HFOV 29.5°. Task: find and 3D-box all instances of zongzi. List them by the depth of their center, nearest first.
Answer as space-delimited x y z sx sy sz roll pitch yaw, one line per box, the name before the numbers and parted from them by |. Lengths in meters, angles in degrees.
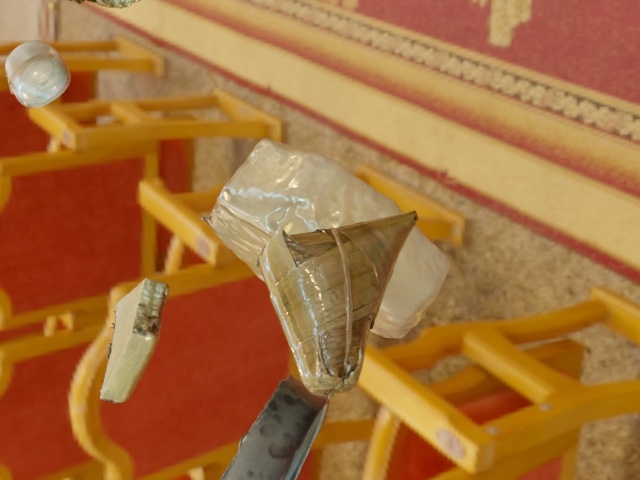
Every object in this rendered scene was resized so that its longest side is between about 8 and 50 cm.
zongzi | 0.041 0.057 1.142 0.078 0.176 0.160 -43 61 58

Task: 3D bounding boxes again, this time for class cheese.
cheese | 0.000 0.000 1.465 0.318 0.326 0.115 17 68 47

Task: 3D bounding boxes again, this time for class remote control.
remote control | -0.448 -0.265 1.902 0.045 0.097 0.256 59 171 -30

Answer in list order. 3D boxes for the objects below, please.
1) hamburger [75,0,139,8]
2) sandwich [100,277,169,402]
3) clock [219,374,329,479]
hamburger | -0.276 -0.472 1.798 0.309 0.132 0.211 -57 27 2
sandwich | -0.319 0.139 2.165 0.245 0.063 0.212 -92 27 -50
clock | -0.085 0.324 1.527 0.067 0.325 0.325 26 128 7
